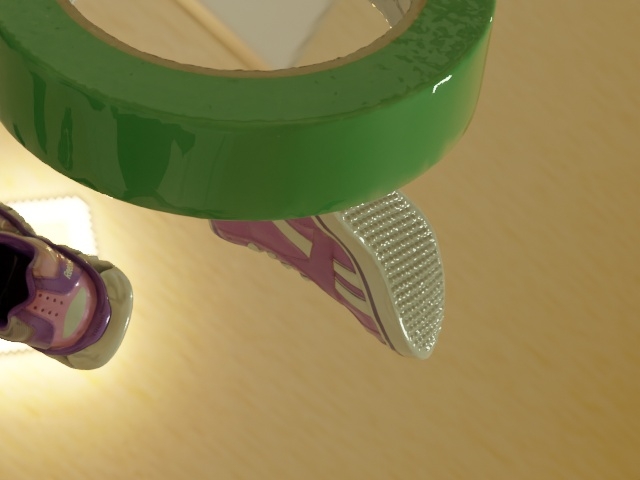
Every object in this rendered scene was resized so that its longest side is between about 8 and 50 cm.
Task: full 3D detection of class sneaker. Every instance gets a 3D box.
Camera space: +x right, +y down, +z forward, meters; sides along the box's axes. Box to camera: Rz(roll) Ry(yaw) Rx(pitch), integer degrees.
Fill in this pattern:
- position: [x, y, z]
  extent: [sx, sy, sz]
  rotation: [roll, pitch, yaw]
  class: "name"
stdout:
- position: [0.000, -0.001, 1.569]
  extent: [0.161, 0.282, 0.102]
  rotation: [0, -130, 32]
  class: "sneaker"
- position: [-0.249, 0.019, 1.316]
  extent: [0.236, 0.104, 0.095]
  rotation: [20, -89, 34]
  class: "sneaker"

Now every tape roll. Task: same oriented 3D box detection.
- position: [-0.053, -0.146, 1.131]
  extent: [0.321, 0.321, 0.077]
  rotation: [-66, 167, -45]
  class: "tape roll"
